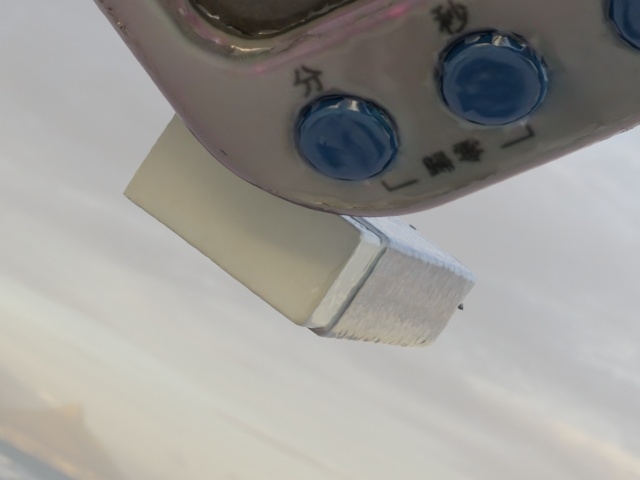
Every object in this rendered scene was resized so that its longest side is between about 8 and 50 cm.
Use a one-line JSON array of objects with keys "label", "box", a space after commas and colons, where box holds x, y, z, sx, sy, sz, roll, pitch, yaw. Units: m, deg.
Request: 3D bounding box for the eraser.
[{"label": "eraser", "box": [0.000, 0.000, 0.606, 0.092, 0.046, 0.212, 36, 5, 17]}]

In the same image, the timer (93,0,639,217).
[{"label": "timer", "box": [0.031, -0.106, 0.412, 0.209, 0.069, 0.190, -20, -59, 26]}]
